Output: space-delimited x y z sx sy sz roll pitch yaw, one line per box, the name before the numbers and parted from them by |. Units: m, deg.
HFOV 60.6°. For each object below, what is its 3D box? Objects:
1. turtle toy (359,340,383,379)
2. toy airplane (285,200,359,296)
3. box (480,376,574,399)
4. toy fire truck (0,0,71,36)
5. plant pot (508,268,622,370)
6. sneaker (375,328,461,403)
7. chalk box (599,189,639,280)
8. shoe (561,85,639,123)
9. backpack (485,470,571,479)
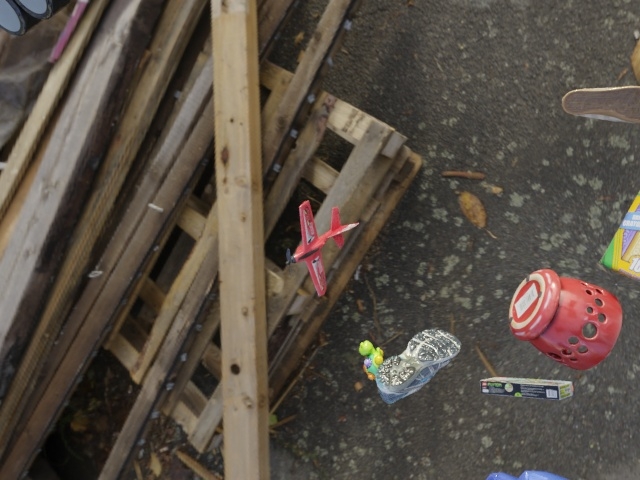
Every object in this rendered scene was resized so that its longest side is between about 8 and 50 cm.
turtle toy | 0.158 0.362 1.640 0.066 0.095 0.130 -15 91 8
toy airplane | 0.000 0.000 0.815 0.028 0.151 0.151 12 92 42
box | 0.542 0.387 1.442 0.207 0.114 0.036 -8 79 41
toy fire truck | -0.274 -0.349 0.486 0.217 0.246 0.159 -1 46 41
plant pot | 0.529 0.170 1.212 0.174 0.191 0.191 22 98 -6
sneaker | 0.266 0.346 1.508 0.110 0.283 0.122 44 148 42
chalk box | 0.767 -0.023 1.136 0.289 0.180 0.179 -65 25 9
shoe | 0.647 -0.300 1.200 0.219 0.058 0.077 12 105 21
backpack | 0.162 0.206 0.338 0.120 0.098 0.101 21 125 -6
